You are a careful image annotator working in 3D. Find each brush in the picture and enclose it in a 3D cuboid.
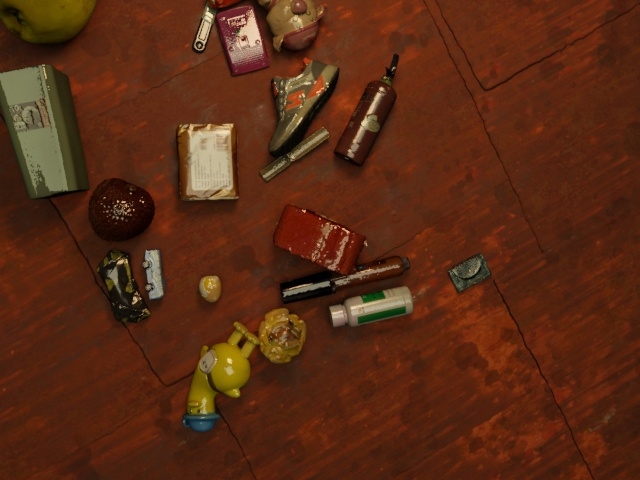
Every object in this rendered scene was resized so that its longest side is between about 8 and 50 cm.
[{"bbox_3d":[-0.079,-0.266,1.961,0.248,0.036,0.043,-36,92,2],"label":"brush"}]

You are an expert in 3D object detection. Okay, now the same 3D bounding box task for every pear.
[{"bbox_3d":[-0.741,-0.724,1.738,0.287,0.287,0.375,31,74,-8],"label":"pear"}]

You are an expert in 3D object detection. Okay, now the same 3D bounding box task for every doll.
[{"bbox_3d":[-0.315,0.419,1.922,0.199,0.145,0.363,38,98,31],"label":"doll"},{"bbox_3d":[-0.094,-0.694,1.879,0.196,0.152,0.256,-29,101,8],"label":"doll"}]

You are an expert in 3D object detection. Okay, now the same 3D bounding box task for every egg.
[{"bbox_3d":[-0.334,0.148,1.925,0.071,0.071,0.083,-7,95,-7],"label":"egg"}]

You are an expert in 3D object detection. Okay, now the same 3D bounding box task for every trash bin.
[{"bbox_3d":[-0.763,-0.296,1.773,0.158,0.223,0.344,-14,96,-7],"label":"trash bin"}]

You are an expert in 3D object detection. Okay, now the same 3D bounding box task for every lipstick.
[{"bbox_3d":[0.078,0.119,1.978,0.418,0.077,0.077,-14,94,-8],"label":"lipstick"}]

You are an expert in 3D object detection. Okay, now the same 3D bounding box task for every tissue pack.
[{"bbox_3d":[-0.335,-0.233,1.897,0.183,0.092,0.226,-2,94,-7],"label":"tissue pack"}]

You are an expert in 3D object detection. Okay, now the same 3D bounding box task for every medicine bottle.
[{"bbox_3d":[0.157,0.212,1.983,0.259,0.095,0.095,-12,94,-9],"label":"medicine bottle"}]

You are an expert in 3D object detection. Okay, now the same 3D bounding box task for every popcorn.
[{"bbox_3d":[-0.117,0.290,1.928,0.148,0.152,0.167,0,68,-8],"label":"popcorn"}]

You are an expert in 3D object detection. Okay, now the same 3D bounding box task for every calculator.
[{"bbox_3d":[-0.237,-0.607,1.916,0.126,0.034,0.191,-17,99,-5],"label":"calculator"}]

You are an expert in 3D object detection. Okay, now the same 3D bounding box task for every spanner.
[{"bbox_3d":[-0.318,-0.718,1.912,0.087,0.024,0.316,17,91,-15],"label":"spanner"}]

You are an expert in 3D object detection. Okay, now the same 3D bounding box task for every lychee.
[{"bbox_3d":[-0.577,-0.085,1.829,0.194,0.194,0.195,0,93,-8],"label":"lychee"}]

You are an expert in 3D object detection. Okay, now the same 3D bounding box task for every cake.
[{"bbox_3d":[0.000,0.000,1.901,0.282,0.177,0.151,21,87,12],"label":"cake"}]

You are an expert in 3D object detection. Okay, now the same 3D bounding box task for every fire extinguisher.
[{"bbox_3d":[0.158,-0.403,1.933,0.102,0.138,0.344,27,90,13],"label":"fire extinguisher"}]

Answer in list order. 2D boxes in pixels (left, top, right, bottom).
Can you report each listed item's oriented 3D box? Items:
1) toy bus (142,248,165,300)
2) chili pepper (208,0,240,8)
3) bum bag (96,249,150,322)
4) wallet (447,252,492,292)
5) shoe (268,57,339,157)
[{"bbox_3d":[-0.503,0.102,1.911,0.061,0.051,0.153,-7,93,-13],"label":"toy bus"},{"bbox_3d":[-0.278,-0.736,1.876,0.123,0.073,0.070,-31,77,-15],"label":"chili pepper"},{"bbox_3d":[-0.593,0.140,1.895,0.106,0.060,0.233,-21,98,-15],"label":"bum bag"},{"bbox_3d":[0.486,0.105,2.056,0.129,0.026,0.088,-28,96,-6],"label":"wallet"},{"bbox_3d":[-0.092,-0.418,1.900,0.171,0.132,0.337,33,80,4],"label":"shoe"}]
